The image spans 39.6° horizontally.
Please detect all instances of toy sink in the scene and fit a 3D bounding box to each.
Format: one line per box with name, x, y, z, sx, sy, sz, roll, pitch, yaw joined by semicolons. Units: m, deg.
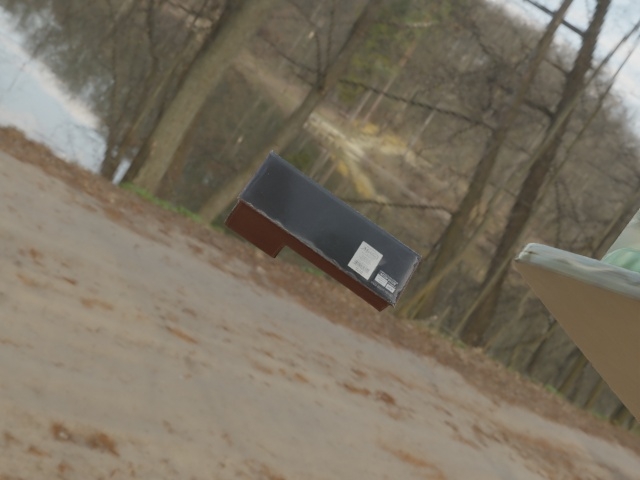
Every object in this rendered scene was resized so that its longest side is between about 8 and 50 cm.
toy sink;0.252;0.048;0.522;0.234;0.131;0.152;46;-12;-29

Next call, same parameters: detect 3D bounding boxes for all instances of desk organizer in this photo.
desk organizer;0.000;0.000;0.630;0.130;0.047;0.050;35;-29;-5
